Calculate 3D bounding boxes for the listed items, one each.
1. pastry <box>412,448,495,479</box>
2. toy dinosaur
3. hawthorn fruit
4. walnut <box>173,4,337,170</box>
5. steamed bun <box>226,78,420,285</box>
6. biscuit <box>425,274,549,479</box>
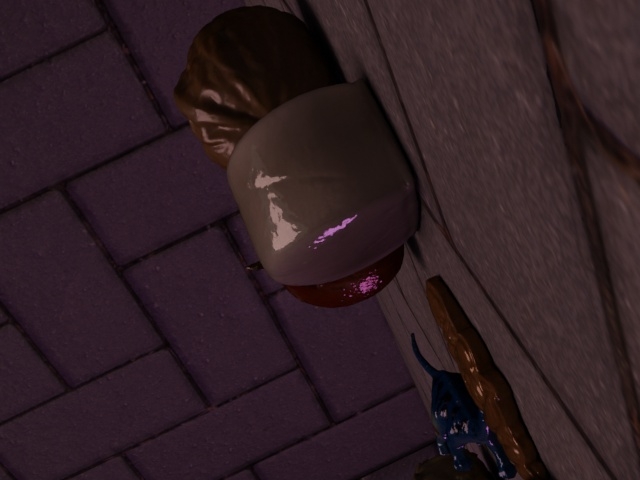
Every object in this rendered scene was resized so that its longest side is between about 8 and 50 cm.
[{"bbox_3d":[0.262,0.484,1.556,0.330,0.136,0.329,63,180,1],"label":"pastry"},{"bbox_3d":[0.179,0.226,1.210,0.329,0.076,0.144,-128,18,-77],"label":"toy dinosaur"},{"bbox_3d":[0.000,0.000,1.153,0.179,0.200,0.179,-20,-90,-89],"label":"hawthorn fruit"},{"bbox_3d":[-0.073,-0.173,1.102,0.213,0.213,0.213,154,90,-90],"label":"walnut"},{"bbox_3d":[0.000,-0.046,0.943,0.242,0.164,0.146,64,-178,-76],"label":"steamed bun"},{"bbox_3d":[0.165,0.141,0.976,0.162,0.035,0.250,73,174,-60],"label":"biscuit"}]
